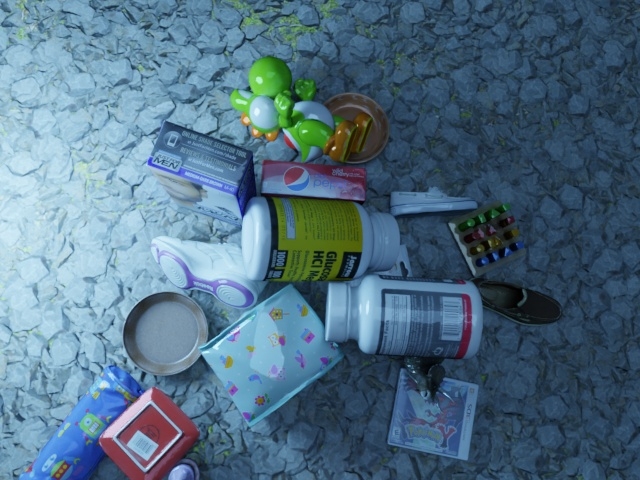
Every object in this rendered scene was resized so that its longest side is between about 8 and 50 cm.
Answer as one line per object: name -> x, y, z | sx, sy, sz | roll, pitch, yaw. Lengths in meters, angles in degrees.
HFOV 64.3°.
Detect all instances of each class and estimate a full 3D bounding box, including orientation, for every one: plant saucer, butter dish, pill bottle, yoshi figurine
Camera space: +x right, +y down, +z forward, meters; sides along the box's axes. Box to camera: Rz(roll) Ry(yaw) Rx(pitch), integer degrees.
plant saucer -> 0.082, -0.294, 1.354 | 0.200, 0.037, 0.199 | 1, 80, -6
butter dish -> -0.362, 0.431, 1.104 | 0.160, 0.118, 0.160 | 39, 63, 14
pill bottle -> 0.173, 0.164, 1.116 | 0.319, 0.176, 0.176 | 4, 79, -1
pill bottle -> 0.000, 0.000, 1.160 | 0.334, 0.188, 0.187 | 1, 79, -18
yoshi figurine -> -0.056, -0.340, 1.255 | 0.363, 0.203, 0.202 | 25, 73, 17
plant saucer -> -0.367, 0.220, 1.216 | 0.199, 0.036, 0.198 | 1, 79, -5

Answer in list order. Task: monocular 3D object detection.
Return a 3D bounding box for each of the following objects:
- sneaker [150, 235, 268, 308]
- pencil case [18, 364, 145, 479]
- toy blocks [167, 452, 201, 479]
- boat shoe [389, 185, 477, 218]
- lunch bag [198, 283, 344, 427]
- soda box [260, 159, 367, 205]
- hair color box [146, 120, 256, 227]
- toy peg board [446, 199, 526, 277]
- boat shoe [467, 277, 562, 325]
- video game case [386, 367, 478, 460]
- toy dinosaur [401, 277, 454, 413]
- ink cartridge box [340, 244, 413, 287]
sneaker -> -0.264, 0.059, 1.234 | 0.305, 0.114, 0.152 | 23, 40, 12
pencil case -> -0.510, 0.431, 1.120 | 0.133, 0.119, 0.306 | 34, 78, 4
toy blocks -> -0.263, 0.646, 1.033 | 0.309, 0.260, 0.288 | 41, 78, 3
boat shoe -> 0.291, -0.104, 1.314 | 0.227, 0.083, 0.075 | -3, 81, -5
lunch bag -> -0.106, 0.254, 1.174 | 0.262, 0.160, 0.223 | -35, 84, -5
soda box -> -0.018, -0.141, 1.293 | 0.264, 0.083, 0.092 | 4, 79, -4
hair color box -> -0.247, -0.130, 1.138 | 0.185, 0.339, 0.110 | 19, 78, -2
toy peg board -> 0.441, -0.011, 1.313 | 0.161, 0.079, 0.160 | -23, 82, -9
boat shoe -> 0.493, 0.156, 1.278 | 0.258, 0.095, 0.095 | 13, 79, -3
video game case -> 0.276, 0.423, 1.245 | 0.202, 0.023, 0.183 | 13, 78, -3
toy dinosaur -> 0.256, 0.247, 1.242 | 0.161, 0.121, 0.313 | 27, 58, -3
ink cartridge box -> 0.140, 0.093, 1.290 | 0.180, 0.045, 0.145 | -9, 79, -14
